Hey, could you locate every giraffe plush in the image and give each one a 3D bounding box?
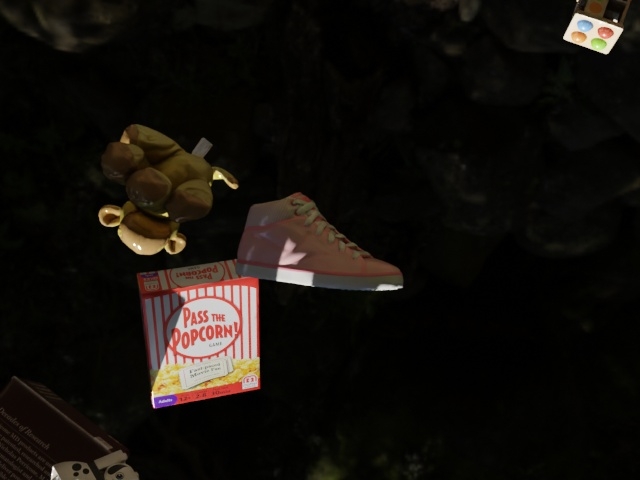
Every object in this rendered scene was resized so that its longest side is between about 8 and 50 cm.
[{"bbox_3d":[-0.243,-0.055,1.239,0.181,0.170,0.210,40,-154,7],"label":"giraffe plush"}]

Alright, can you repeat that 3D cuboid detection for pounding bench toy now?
[{"bbox_3d":[0.299,-0.237,0.924,0.052,0.065,0.083,21,164,7],"label":"pounding bench toy"}]

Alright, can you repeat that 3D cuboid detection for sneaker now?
[{"bbox_3d":[0.000,0.000,0.642,0.134,0.070,0.051,7,180,21],"label":"sneaker"}]

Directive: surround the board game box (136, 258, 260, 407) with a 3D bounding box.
[{"bbox_3d":[-0.154,0.120,1.092,0.147,0.193,0.045,-9,-145,-15],"label":"board game box"}]

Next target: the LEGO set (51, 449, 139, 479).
[{"bbox_3d":[-0.107,0.257,0.619,0.093,0.087,0.227,-16,-129,-38],"label":"LEGO set"}]

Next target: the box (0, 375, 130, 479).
[{"bbox_3d":[-0.377,0.306,1.077,0.167,0.203,0.168,37,166,2],"label":"box"}]
